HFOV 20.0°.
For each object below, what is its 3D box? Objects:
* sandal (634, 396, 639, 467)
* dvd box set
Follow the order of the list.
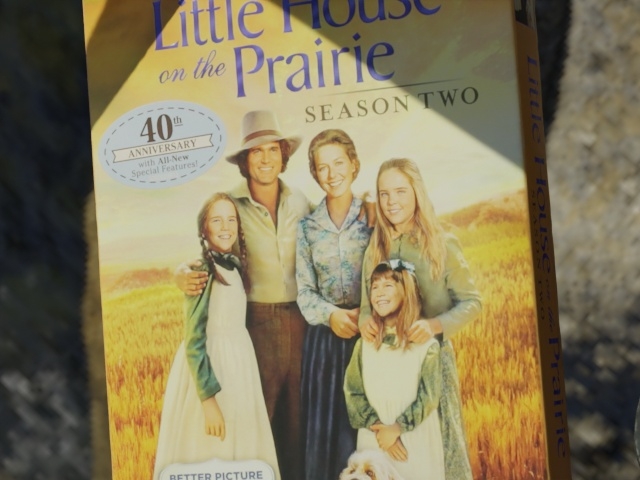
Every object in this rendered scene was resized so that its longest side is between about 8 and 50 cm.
[{"bbox_3d":[0.336,0.144,0.851,0.107,0.168,0.446,23,-173,-37],"label":"sandal"},{"bbox_3d":[0.000,0.000,1.183,0.307,0.420,0.062,-5,177,21],"label":"dvd box set"}]
